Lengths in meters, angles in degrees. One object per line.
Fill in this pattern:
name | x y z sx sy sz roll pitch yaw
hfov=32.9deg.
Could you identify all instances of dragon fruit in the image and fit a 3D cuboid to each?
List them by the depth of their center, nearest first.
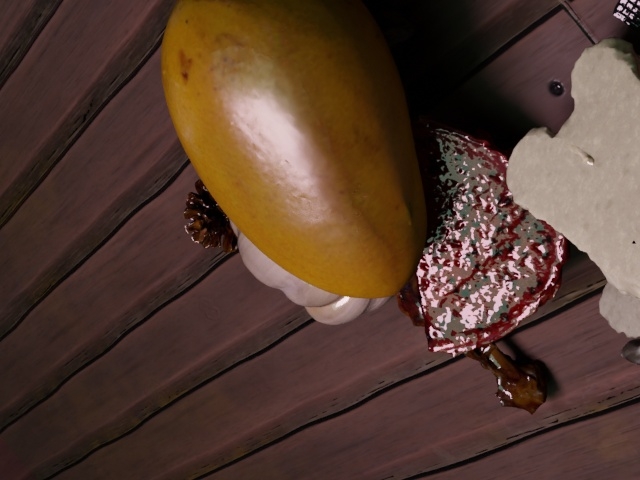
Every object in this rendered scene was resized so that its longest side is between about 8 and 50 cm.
dragon fruit | 0.227 -0.023 1.408 0.205 0.152 0.317 -2 106 20

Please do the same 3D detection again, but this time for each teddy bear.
teddy bear | 0.460 -0.007 1.229 0.327 0.362 0.375 -56 42 27

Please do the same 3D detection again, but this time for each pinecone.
pinecone | -0.156 -0.044 1.710 0.140 0.120 0.140 27 134 33

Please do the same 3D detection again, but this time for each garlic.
garlic | -0.010 0.002 1.580 0.281 0.184 0.203 47 122 2

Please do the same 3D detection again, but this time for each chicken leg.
chicken leg | 0.211 0.131 1.552 0.304 0.113 0.093 50 160 -6

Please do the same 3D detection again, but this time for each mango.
mango | -0.022 -0.129 1.299 0.300 0.232 0.446 -17 109 43

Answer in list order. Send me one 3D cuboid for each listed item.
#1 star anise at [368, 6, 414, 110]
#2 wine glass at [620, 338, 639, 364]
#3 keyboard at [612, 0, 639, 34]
star anise | -0.009 -0.252 1.440 0.315 0.108 0.315 15 125 22
wine glass | 0.422 0.067 1.364 0.066 0.066 0.198 18 129 29
keyboard | 0.377 -0.304 1.154 0.060 0.018 0.195 37 136 16
